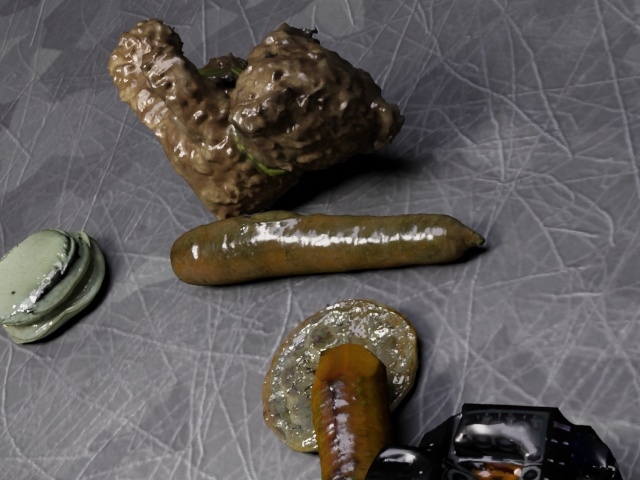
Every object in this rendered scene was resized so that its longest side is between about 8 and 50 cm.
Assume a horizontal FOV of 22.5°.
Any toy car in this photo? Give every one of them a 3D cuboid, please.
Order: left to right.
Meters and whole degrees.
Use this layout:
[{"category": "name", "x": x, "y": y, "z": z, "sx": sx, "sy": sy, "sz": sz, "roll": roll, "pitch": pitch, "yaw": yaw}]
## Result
[{"category": "toy car", "x": 0.116, "y": 0.250, "z": 1.129, "sx": 0.193, "sy": 0.118, "sz": 0.301, "roll": -1, "pitch": 51, "yaw": 28}]

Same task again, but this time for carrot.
[{"category": "carrot", "x": 0.000, "y": 0.001, "z": 1.508, "sx": 0.342, "sy": 0.070, "sz": 0.070, "roll": -5, "pitch": 50, "yaw": 34}, {"category": "carrot", "x": 0.029, "y": 0.200, "z": 1.273, "sx": 0.070, "sy": 0.070, "sz": 0.260, "roll": -21, "pitch": 50, "yaw": 22}]

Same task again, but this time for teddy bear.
[{"category": "teddy bear", "x": -0.073, "y": -0.154, "z": 1.590, "sx": 0.222, "sy": 0.246, "sz": 0.296, "roll": -51, "pitch": 41, "yaw": 30}]

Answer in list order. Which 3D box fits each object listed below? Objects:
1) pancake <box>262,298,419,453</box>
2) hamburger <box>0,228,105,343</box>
[{"category": "pancake", "x": 0.016, "y": 0.119, "z": 1.409, "sx": 0.158, "sy": 0.028, "sz": 0.158, "roll": -20, "pitch": 46, "yaw": 23}, {"category": "hamburger", "x": -0.296, "y": 0.044, "z": 1.707, "sx": 0.140, "sy": 0.062, "sz": 0.133, "roll": -41, "pitch": 37, "yaw": 2}]
